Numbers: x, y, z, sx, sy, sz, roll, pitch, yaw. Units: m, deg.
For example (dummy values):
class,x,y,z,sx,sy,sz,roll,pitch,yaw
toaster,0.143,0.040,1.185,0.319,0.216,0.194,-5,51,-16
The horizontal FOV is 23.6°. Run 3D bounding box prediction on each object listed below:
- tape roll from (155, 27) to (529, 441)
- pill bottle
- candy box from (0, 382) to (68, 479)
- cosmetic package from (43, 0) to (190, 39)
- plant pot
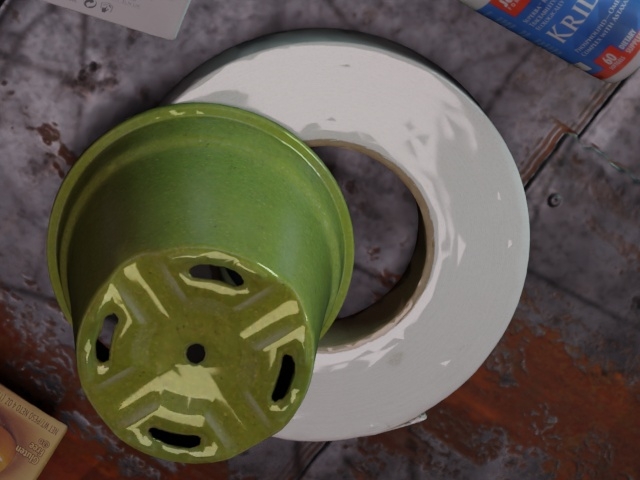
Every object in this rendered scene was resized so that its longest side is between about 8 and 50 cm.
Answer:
class,x,y,z,sx,sy,sz,roll,pitch,yaw
tape roll,0.000,0.000,1.419,0.392,0.072,0.391,-1,109,-4
pill bottle,0.190,-0.238,1.324,0.222,0.124,0.124,26,105,-12
candy box,-0.395,0.256,1.393,0.183,0.087,0.316,35,70,-14
cosmetic package,-0.132,-0.320,1.180,0.138,0.224,0.224,15,133,-14
plant pot,-0.100,0.048,1.258,0.276,0.254,0.276,-1,108,-3
